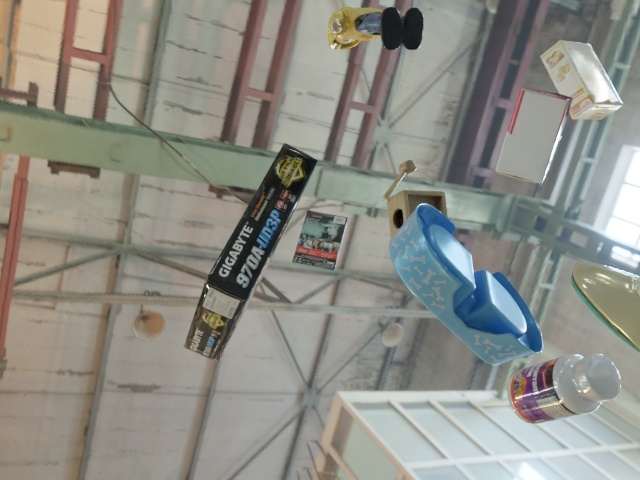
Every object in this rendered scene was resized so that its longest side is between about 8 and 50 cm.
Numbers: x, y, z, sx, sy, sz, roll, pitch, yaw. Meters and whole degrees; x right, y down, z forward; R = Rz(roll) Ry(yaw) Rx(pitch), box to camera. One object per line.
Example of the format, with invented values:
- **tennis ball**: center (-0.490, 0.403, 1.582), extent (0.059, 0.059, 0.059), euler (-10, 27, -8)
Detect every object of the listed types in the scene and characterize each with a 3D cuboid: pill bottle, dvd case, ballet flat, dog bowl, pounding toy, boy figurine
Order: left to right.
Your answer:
- **dvd case**: center (0.000, 0.000, 1.256), extent (0.013, 0.087, 0.120), euler (78, -156, -64)
- **boy figurine**: center (0.089, -0.449, 1.344), extent (0.177, 0.285, 0.092), euler (-10, -71, -28)
- **pounding toy**: center (0.216, -0.092, 1.593), extent (0.181, 0.094, 0.206), euler (0, -102, -25)
- **dog bowl**: center (0.220, 0.075, 0.970), extent (0.297, 0.166, 0.074), euler (42, -63, -16)
- **pill bottle**: center (0.447, 0.271, 1.166), extent (0.108, 0.193, 0.108), euler (11, -118, -22)
- **ballet flat**: center (0.365, 0.101, 0.633), extent (0.086, 0.086, 0.248), euler (-39, -100, -10)

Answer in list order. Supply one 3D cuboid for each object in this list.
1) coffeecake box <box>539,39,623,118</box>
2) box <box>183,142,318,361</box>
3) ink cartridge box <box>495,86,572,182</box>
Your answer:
- **coffeecake box**: center (0.647, -0.396, 1.569), extent (0.142, 0.068, 0.186), euler (-8, -110, -38)
- **box**: center (-0.084, 0.015, 0.761), extent (0.051, 0.175, 0.220), euler (26, -126, -3)
- **ink cartridge box**: center (0.413, -0.206, 1.213), extent (0.218, 0.092, 0.159), euler (-32, -42, -65)
